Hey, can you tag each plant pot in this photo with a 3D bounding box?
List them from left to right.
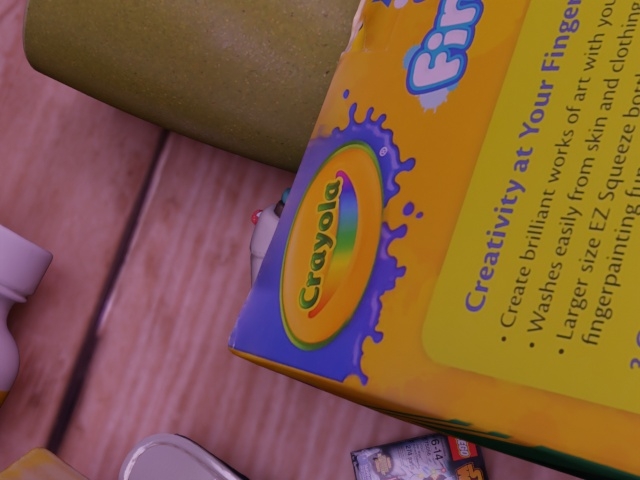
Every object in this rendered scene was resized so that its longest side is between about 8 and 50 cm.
[{"bbox_3d":[-0.008,-0.158,0.735,0.294,0.275,0.274,33,83,-2],"label":"plant pot"}]

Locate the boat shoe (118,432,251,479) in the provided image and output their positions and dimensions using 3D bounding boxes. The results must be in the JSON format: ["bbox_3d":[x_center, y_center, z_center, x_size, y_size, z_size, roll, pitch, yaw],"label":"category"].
[{"bbox_3d":[-0.033,0.230,0.714,0.254,0.079,0.095,32,85,17],"label":"boat shoe"}]

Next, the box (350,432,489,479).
[{"bbox_3d":[0.081,0.208,0.728,0.094,0.027,0.137,-14,74,4],"label":"box"}]

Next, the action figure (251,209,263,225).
[{"bbox_3d":[0.000,0.000,0.789,0.115,0.038,0.030,18,101,11],"label":"action figure"}]

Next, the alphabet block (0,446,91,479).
[{"bbox_3d":[-0.178,0.283,0.633,0.197,0.193,0.192,30,116,15],"label":"alphabet block"}]

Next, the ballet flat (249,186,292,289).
[{"bbox_3d":[0.137,0.078,0.707,0.400,0.139,0.139,17,79,5],"label":"ballet flat"}]

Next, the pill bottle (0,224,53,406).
[{"bbox_3d":[-0.338,0.119,0.731,0.188,0.188,0.334,27,82,14],"label":"pill bottle"}]

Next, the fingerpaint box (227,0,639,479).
[{"bbox_3d":[0.198,-0.097,0.489,0.371,0.163,0.444,9,75,46],"label":"fingerpaint box"}]
